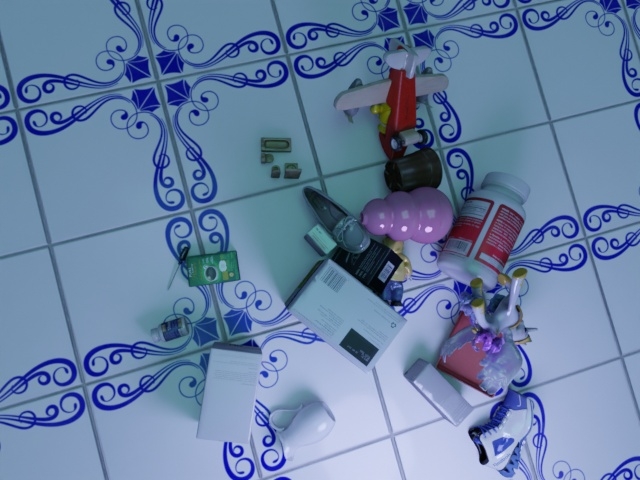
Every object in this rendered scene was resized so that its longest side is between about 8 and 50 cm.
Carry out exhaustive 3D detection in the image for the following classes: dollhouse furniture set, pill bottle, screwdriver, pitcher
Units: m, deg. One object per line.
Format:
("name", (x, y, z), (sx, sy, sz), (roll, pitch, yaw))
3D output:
("dollhouse furniture set", (-0.147, -0.315, 1.769), (0.143, 0.123, 0.152), (0, 85, -8))
("pill bottle", (-0.529, 0.316, 1.689), (0.120, 0.067, 0.067), (-17, 87, -9))
("screwdriver", (-0.518, 0.099, 1.734), (0.025, 0.024, 0.170), (31, 83, -34))
("pitcher", (-0.067, 0.644, 1.706), (0.207, 0.125, 0.178), (-36, 75, 2))
("pill bottle", (0.618, -0.039, 1.798), (0.228, 0.229, 0.408), (29, 82, -4))

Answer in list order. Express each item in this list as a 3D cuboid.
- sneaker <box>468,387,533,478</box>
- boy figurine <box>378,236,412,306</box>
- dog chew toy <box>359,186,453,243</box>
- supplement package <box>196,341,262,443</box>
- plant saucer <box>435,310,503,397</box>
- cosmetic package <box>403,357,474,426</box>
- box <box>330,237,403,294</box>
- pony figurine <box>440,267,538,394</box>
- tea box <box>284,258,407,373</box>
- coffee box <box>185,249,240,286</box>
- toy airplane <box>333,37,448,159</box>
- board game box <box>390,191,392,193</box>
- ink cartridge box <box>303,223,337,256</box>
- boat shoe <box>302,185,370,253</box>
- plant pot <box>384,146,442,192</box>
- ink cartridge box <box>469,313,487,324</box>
("sneaker", (0.660, 0.707, 1.788), (0.182, 0.127, 0.316), (17, 84, -8))
("boy figurine", (0.258, 0.104, 1.805), (0.177, 0.092, 0.286), (3, 84, -7))
("dog chew toy", (0.299, -0.086, 1.711), (0.331, 0.206, 0.207), (-3, 85, -16))
("supplement package", (-0.308, 0.513, 1.647), (0.177, 0.175, 0.293), (10, 84, -8))
("plant saucer", (0.595, 0.427, 1.845), (0.258, 0.048, 0.259), (28, 82, -4))
("cosmetic package", (0.430, 0.556, 1.771), (0.107, 0.127, 0.238), (-41, 93, -9))
("box", (0.162, 0.073, 1.727), (0.153, 0.207, 0.108), (-56, 137, -4))
("pony figurine", (0.594, 0.301, 1.657), (0.350, 0.303, 0.364), (-32, 121, -11))
("tea box", (0.069, 0.246, 1.648), (0.329, 0.323, 0.220), (39, 82, -4))
("coffee box", (-0.388, 0.102, 1.741), (0.184, 0.040, 0.113), (-9, 86, -9))
("toy airplane", (0.264, -0.542, 1.773), (0.386, 0.272, 0.385), (32, 94, -37))
("board game box", (0.336, -0.115, 1.859), (0.181, 0.043, 0.092), (38, 81, -3))
("ink cartridge box", (0.000, 0.000, 1.732), (0.060, 0.180, 0.104), (-43, 92, -7))
("boat shoe", (0.049, -0.078, 1.724), (0.118, 0.103, 0.320), (-43, 64, 6))
("plant pot", (0.338, -0.252, 1.792), (0.165, 0.167, 0.167), (-16, 87, -21))
("ink cartridge box", (0.601, 0.292, 1.819), (0.048, 0.028, 0.083), (-44, 92, -8))
